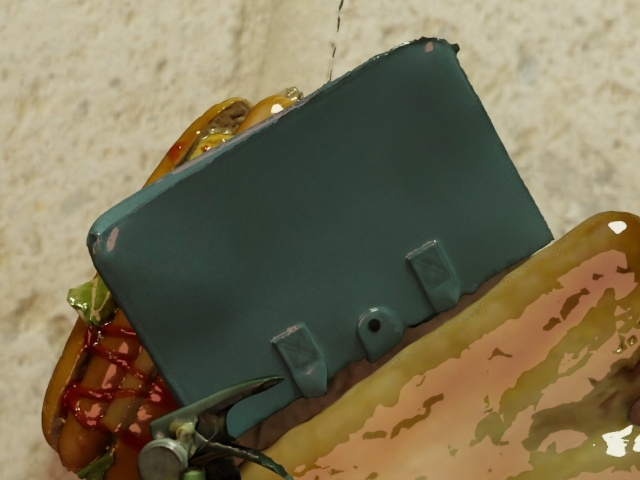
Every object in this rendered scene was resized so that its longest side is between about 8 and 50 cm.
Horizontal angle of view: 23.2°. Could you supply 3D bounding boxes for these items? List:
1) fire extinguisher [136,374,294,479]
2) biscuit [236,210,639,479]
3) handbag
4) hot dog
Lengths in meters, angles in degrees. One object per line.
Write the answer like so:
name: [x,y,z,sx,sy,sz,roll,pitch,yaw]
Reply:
fire extinguisher: [-0.069,0.221,0.784,0.114,0.095,0.311,1,93,18]
biscuit: [0.107,0.150,0.805,0.290,0.062,0.237,-38,72,6]
handbag: [0.000,0.000,0.829,0.221,0.057,0.144,-32,102,-8]
hot dog: [-0.077,0.021,0.877,0.104,0.076,0.250,31,90,19]
